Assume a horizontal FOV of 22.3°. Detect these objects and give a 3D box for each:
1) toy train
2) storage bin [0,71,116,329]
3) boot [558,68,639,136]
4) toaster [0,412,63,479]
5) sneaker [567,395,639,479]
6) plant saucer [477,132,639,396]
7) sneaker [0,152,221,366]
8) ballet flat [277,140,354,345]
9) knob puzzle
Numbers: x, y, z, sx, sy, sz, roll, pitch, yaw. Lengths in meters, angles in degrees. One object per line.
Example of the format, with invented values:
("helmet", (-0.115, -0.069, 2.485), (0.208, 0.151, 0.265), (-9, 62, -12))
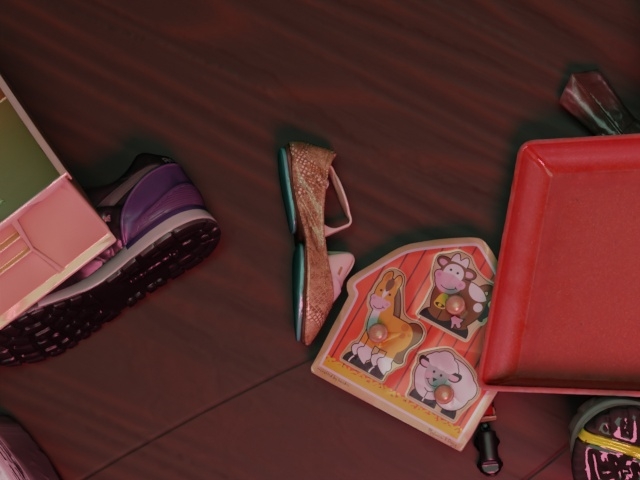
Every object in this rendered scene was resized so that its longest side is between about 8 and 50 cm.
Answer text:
("toy train", (0.156, 0.151, 1.586), (0.027, 0.036, 0.158), (-8, 79, 4))
("storage bin", (-0.375, -0.036, 1.577), (0.260, 0.123, 0.262), (-37, 54, -2))
("boot", (0.268, -0.106, 1.620), (0.106, 0.037, 0.114), (-37, 82, -15))
("toaster", (-0.322, 0.250, 1.559), (0.129, 0.146, 0.227), (-34, 79, -2))
("sneaker", (0.377, 0.277, 1.495), (0.145, 0.147, 0.385), (-39, 99, 10))
("plant saucer", (0.287, 0.026, 1.504), (0.259, 0.048, 0.258), (-2, 67, 37))
("sneaker", (-0.247, 0.018, 1.630), (0.283, 0.107, 0.124), (-30, 64, -4))
("ballet flat", (0.000, 0.000, 1.614), (0.067, 0.073, 0.206), (-3, 83, -10))
("knob puzzle", (0.108, 0.080, 1.574), (0.213, 0.030, 0.213), (-3, 74, 11))
